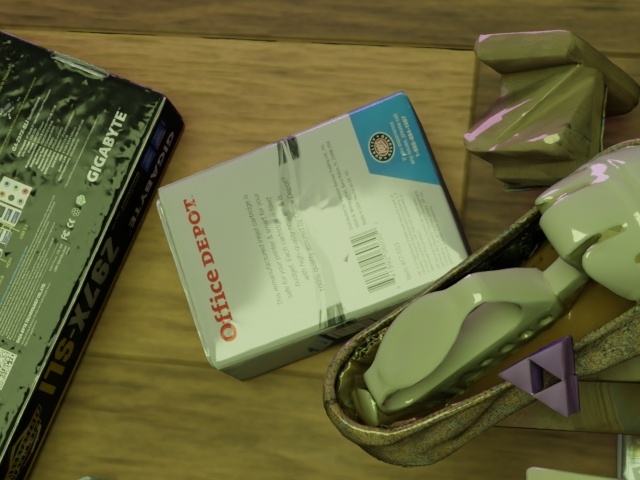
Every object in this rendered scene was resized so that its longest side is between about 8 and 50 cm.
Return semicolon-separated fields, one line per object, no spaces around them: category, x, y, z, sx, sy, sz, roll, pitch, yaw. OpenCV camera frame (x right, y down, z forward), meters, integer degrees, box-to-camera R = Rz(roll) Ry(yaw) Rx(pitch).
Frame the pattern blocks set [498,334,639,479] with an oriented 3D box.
pattern blocks set;0.182;0.202;0.803;0.285;0.026;0.325;-13;100;34

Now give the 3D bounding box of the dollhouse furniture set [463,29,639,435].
dollhouse furniture set;0.298;0.071;0.941;0.394;0.256;0.362;-1;77;33

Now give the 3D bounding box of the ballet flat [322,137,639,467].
ballet flat;0.129;0.026;0.839;0.316;0.106;0.107;-40;56;18

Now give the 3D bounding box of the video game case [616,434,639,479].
video game case;0.295;0.106;1.020;0.190;0.022;0.173;1;79;12

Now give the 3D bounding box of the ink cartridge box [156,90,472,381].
ink cartridge box;0.000;0.000;1.073;0.190;0.082;0.140;-21;75;8

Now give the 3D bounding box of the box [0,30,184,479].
box;-0.281;0.000;1.119;0.257;0.079;0.322;21;81;11

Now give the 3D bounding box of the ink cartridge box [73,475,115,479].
ink cartridge box;-0.235;0.285;1.079;0.235;0.056;0.171;-22;75;10
